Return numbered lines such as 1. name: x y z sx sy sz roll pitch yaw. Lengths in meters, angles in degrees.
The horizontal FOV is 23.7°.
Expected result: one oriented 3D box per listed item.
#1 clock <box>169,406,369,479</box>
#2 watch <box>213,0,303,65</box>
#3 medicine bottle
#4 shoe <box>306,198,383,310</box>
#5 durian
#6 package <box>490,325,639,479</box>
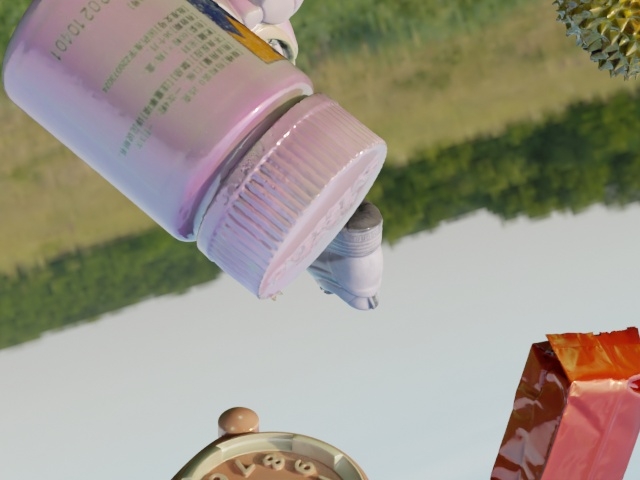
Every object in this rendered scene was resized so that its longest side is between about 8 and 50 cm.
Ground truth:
1. clock: -0.047 0.305 1.548 0.241 0.142 0.227 16 -144 27
2. watch: -0.149 -0.268 1.845 0.211 0.217 0.248 -29 145 -24
3. medicine bottle: -0.105 -0.103 1.276 0.178 0.291 0.178 -49 169 -13
4. shoe: 0.000 0.000 1.985 0.095 0.137 0.245 -21 -152 -29
5. durian: 0.388 -0.289 1.982 0.132 0.165 0.182 -46 -136 -12
6. package: 0.371 0.329 2.335 0.196 0.423 0.123 0 -152 -32
